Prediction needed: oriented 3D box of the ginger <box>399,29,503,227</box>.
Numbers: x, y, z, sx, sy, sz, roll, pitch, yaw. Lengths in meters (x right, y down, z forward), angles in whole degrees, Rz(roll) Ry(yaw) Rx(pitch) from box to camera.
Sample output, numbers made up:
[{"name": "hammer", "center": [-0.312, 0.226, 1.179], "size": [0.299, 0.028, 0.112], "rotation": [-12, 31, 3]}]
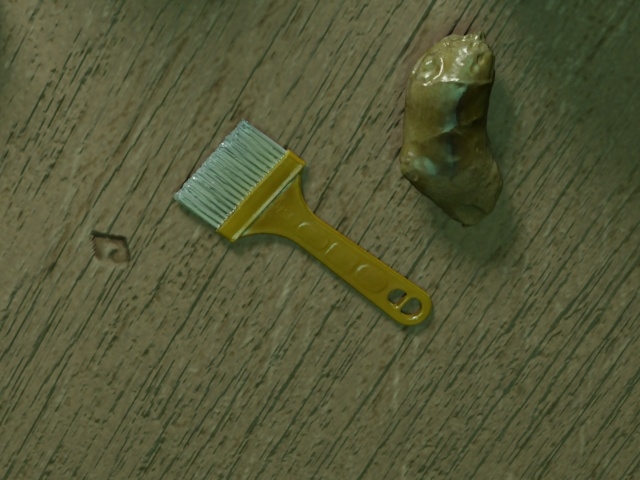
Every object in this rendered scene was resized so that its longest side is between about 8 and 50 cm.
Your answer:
[{"name": "ginger", "center": [0.116, -0.095, 1.359], "size": [0.095, 0.069, 0.190], "rotation": [-1, 119, -1]}]

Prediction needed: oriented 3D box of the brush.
[{"name": "brush", "center": [0.000, 0.000, 1.427], "size": [0.272, 0.013, 0.103], "rotation": [36, 108, -23]}]
